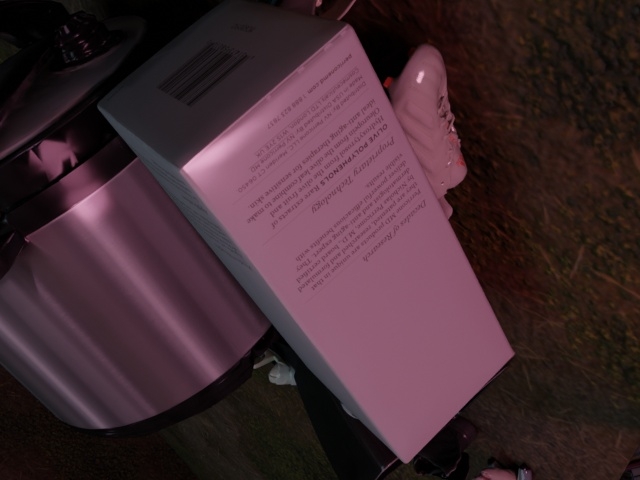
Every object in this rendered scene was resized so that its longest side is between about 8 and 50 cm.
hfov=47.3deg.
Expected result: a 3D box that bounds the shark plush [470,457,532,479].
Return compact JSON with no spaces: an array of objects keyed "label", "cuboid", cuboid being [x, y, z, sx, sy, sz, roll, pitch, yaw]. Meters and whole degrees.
[{"label":"shark plush","cuboid":[0.254,0.355,0.964,0.073,0.067,0.161,1,129,54]}]

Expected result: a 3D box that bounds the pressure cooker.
[{"label":"pressure cooker","cuboid":[-0.249,-0.048,0.788,0.369,0.375,0.420,22,150,50]}]

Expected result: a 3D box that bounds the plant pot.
[{"label":"plant pot","cuboid":[0.072,0.168,0.861,0.167,0.187,0.188,49,155,20]}]

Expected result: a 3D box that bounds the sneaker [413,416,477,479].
[{"label":"sneaker","cuboid":[0.145,0.274,0.982,0.170,0.089,0.051,-5,125,56]}]

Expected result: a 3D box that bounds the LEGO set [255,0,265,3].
[{"label":"LEGO set","cuboid":[-0.032,-0.193,0.676,0.054,0.023,0.083,32,163,30]}]

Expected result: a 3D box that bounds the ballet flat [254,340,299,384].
[{"label":"ballet flat","cuboid":[-0.077,0.195,1.209,0.203,0.074,0.074,34,151,22]}]

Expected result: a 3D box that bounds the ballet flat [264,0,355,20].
[{"label":"ballet flat","cuboid":[0.008,-0.218,0.549,0.068,0.072,0.213,20,155,-10]}]

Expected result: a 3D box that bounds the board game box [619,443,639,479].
[{"label":"board game box","cuboid":[0.330,0.203,0.544,0.042,0.165,0.243,50,153,-9]}]

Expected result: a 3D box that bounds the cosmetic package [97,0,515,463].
[{"label":"cosmetic package","cuboid":[0.000,0.000,0.623,0.197,0.155,0.366,35,164,50]}]

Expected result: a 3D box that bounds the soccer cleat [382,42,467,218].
[{"label":"soccer cleat","cuboid":[0.090,-0.083,0.606,0.076,0.068,0.196,31,157,18]}]
